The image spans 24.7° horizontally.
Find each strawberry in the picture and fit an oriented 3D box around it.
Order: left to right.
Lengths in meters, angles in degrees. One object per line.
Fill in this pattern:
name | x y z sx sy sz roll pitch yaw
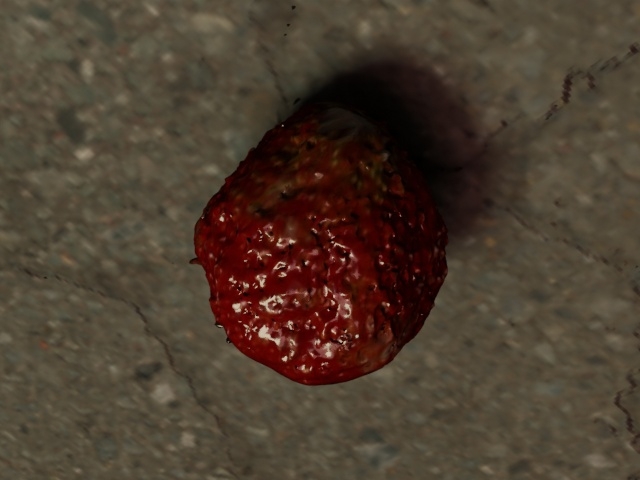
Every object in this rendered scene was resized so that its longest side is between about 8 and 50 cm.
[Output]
strawberry | 0.001 0.000 0.545 0.106 0.106 0.106 9 133 10
